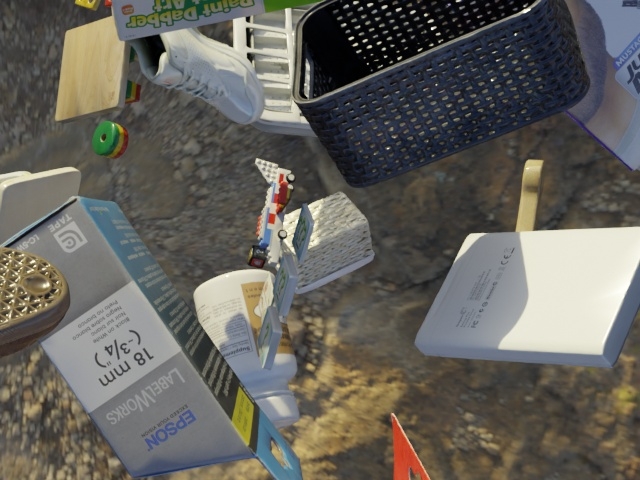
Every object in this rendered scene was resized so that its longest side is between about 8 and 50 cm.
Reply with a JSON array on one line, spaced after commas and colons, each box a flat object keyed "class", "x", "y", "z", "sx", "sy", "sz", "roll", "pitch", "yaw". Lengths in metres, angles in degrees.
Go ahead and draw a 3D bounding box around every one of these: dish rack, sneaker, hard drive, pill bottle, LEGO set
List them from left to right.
[{"class": "sneaker", "x": -0.217, "y": 0.056, "z": 0.546, "sx": 0.188, "sy": 0.071, "sz": 0.066, "roll": -13, "pitch": 50, "yaw": -16}, {"class": "sneaker", "x": -0.174, "y": -0.220, "z": 1.425, "sx": 0.232, "sy": 0.090, "sz": 0.115, "roll": 41, "pitch": 43, "yaw": -15}, {"class": "pill bottle", "x": -0.106, "y": 0.171, "z": 1.663, "sx": 0.131, "sy": 0.131, "sz": 0.229, "roll": -10, "pitch": 72, "yaw": -15}, {"class": "LEGO set", "x": -0.065, "y": 0.018, "z": 1.307, "sx": 0.060, "sy": 0.244, "sz": 0.183, "roll": 13, "pitch": 108, "yaw": -12}, {"class": "dish rack", "x": 0.030, "y": -0.252, "z": 1.678, "sx": 0.332, "sy": 0.072, "sz": 0.286, "roll": 3, "pitch": 51, "yaw": -11}, {"class": "hard drive", "x": 0.330, "y": 0.083, "z": 1.699, "sx": 0.047, "sy": 0.353, "sz": 0.233, "roll": 47, "pitch": 59, "yaw": -30}]

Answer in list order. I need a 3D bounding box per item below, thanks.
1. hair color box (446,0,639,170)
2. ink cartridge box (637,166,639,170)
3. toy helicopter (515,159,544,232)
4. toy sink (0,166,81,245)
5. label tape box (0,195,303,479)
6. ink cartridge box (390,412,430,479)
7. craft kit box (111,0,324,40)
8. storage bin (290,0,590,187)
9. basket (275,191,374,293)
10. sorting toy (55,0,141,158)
[{"class": "hair color box", "x": 0.300, "y": -0.246, "z": 1.236, "sx": 0.338, "sy": 0.110, "sz": 0.185, "roll": 33, "pitch": 106, "yaw": -31}, {"class": "ink cartridge box", "x": 0.672, "y": -0.293, "z": 2.070, "sx": 0.121, "sy": 0.289, "sz": 0.211, "roll": 36, "pitch": 48, "yaw": 8}, {"class": "toy helicopter", "x": 0.385, "y": 0.023, "z": 2.071, "sx": 0.140, "sy": 0.235, "sz": 0.355, "roll": 6, "pitch": 74, "yaw": 18}, {"class": "toy sink", "x": -0.498, "y": -0.027, "z": 1.765, "sx": 0.152, "sy": 0.131, "sz": 0.234, "roll": -20, "pitch": 134, "yaw": -49}, {"class": "label tape box", "x": -0.152, "y": 0.123, "z": 1.030, "sx": 0.106, "sy": 0.240, "sz": 0.334, "roll": -35, "pitch": 92, "yaw": -2}, {"class": "ink cartridge box", "x": 0.036, "y": 0.209, "z": 0.627, "sx": 0.045, "sy": 0.145, "sz": 0.179, "roll": -3, "pitch": 104, "yaw": -8}, {"class": "craft kit box", "x": -0.111, "y": -0.333, "z": 1.140, "sx": 0.249, "sy": 0.247, "sz": 0.061, "roll": -13, "pitch": 59, "yaw": -7}, {"class": "storage bin", "x": 0.079, "y": -0.127, "z": 0.751, "sx": 0.180, "sy": 0.122, "sz": 0.084, "roll": -20, "pitch": 129, "yaw": 18}, {"class": "basket", "x": 0.000, "y": 0.000, "z": 1.971, "sx": 0.167, "sy": 0.113, "sz": 0.103, "roll": -24, "pitch": 138, "yaw": -19}, {"class": "sorting toy", "x": -0.293, "y": -0.236, "z": 1.491, "sx": 0.046, "sy": 0.132, "sz": 0.275, "roll": 17, "pitch": 72, "yaw": -48}]
